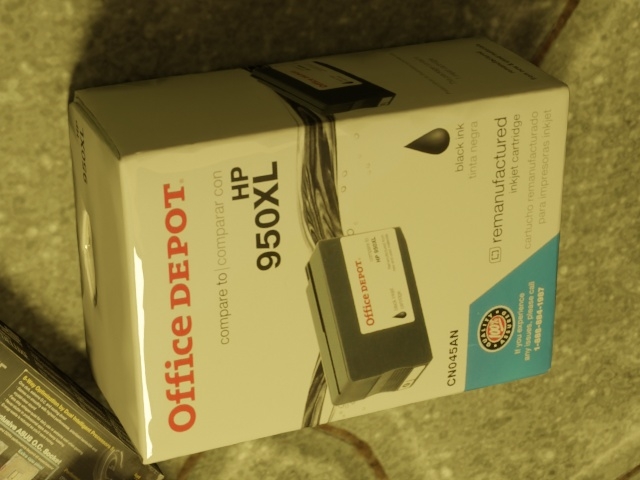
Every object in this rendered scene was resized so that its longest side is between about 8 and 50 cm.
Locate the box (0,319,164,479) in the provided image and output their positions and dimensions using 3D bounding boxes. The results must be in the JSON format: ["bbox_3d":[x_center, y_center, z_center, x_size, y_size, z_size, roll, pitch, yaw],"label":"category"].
[{"bbox_3d":[-0.325,0.191,1.207,0.242,0.076,0.307,-44,124,-1],"label":"box"}]

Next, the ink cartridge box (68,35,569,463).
[{"bbox_3d":[0.000,0.000,1.215,0.395,0.166,0.285,-11,116,-20],"label":"ink cartridge box"}]
